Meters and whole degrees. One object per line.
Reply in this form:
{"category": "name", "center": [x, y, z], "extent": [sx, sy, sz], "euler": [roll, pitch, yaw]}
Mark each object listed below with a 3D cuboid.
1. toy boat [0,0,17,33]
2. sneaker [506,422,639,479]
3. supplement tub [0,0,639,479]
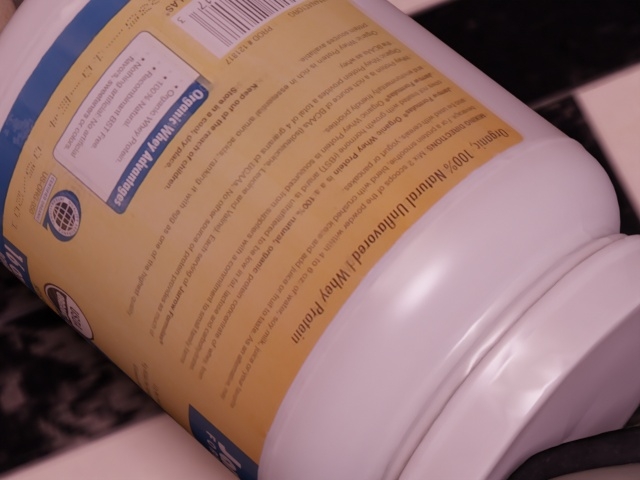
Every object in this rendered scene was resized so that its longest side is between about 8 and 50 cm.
{"category": "toy boat", "center": [-0.198, -0.022, 0.655], "extent": [0.151, 0.151, 0.231], "euler": [-6, 60, 35]}
{"category": "sneaker", "center": [0.141, 0.048, 0.585], "extent": [0.228, 0.087, 0.130], "euler": [-7, 55, -20]}
{"category": "supplement tub", "center": [0.000, 0.000, 0.604], "extent": [0.200, 0.144, 0.144], "euler": [40, 74, 21]}
